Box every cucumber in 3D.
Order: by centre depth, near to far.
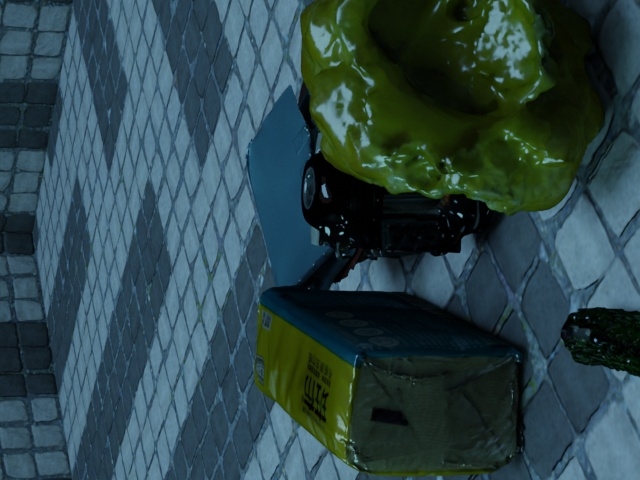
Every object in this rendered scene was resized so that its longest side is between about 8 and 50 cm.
[{"bbox_3d":[0.257,0.086,1.041,0.187,0.058,0.058,-163,74,-69],"label":"cucumber"}]

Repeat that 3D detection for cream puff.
[{"bbox_3d":[0.117,-0.151,1.116,0.185,0.282,0.282,117,145,-49],"label":"cream puff"}]

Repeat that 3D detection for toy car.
[{"bbox_3d":[0.080,-0.130,1.306,0.118,0.193,0.301,-179,91,-75],"label":"toy car"}]

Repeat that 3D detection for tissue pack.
[{"bbox_3d":[0.061,0.138,1.348,0.271,0.192,0.134,-153,66,-67],"label":"tissue pack"}]

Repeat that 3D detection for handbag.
[{"bbox_3d":[-0.023,-0.051,1.499,0.144,0.057,0.221,126,139,-52],"label":"handbag"}]

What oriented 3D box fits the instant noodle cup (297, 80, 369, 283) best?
[{"bbox_3d":[0.050,-0.086,1.503,0.274,0.091,0.274,180,90,-69],"label":"instant noodle cup"}]
